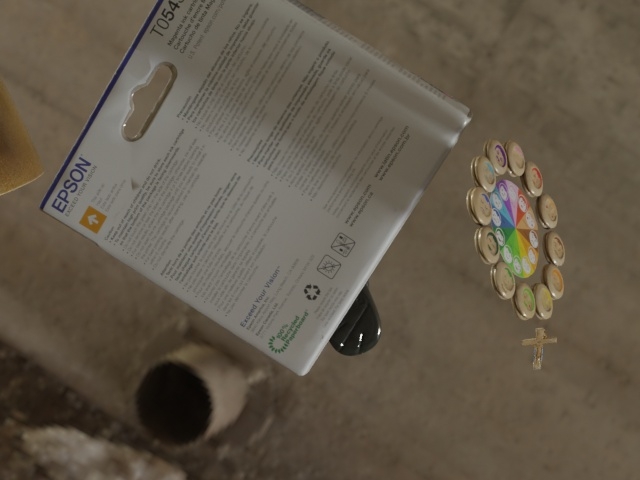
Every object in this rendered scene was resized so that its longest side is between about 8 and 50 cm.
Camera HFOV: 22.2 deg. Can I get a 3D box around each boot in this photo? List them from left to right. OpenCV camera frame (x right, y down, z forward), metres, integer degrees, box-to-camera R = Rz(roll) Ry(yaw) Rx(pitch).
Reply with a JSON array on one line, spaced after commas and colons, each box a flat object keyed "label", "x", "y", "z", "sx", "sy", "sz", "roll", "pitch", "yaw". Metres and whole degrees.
[{"label": "boot", "x": -0.001, "y": 0.001, "z": 1.879, "sx": 0.085, "sy": 0.236, "sz": 0.178, "roll": -18, "pitch": 17, "yaw": -4}]

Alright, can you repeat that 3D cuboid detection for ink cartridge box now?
[{"label": "ink cartridge box", "x": -0.068, "y": -0.082, "z": 1.666, "sx": 0.330, "sy": 0.324, "sz": 0.071, "roll": 33, "pitch": 15, "yaw": 1}]

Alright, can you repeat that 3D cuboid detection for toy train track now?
[{"label": "toy train track", "x": 0.299, "y": 0.146, "z": 2.238, "sx": 0.048, "sy": 0.083, "sz": 0.014, "roll": -5, "pitch": 46, "yaw": -1}]

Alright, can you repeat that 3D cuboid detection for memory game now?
[{"label": "memory game", "x": 0.194, "y": -0.011, "z": 1.585, "sx": 0.186, "sy": 0.012, "sz": 0.186, "roll": 29, "pitch": 54, "yaw": -49}]

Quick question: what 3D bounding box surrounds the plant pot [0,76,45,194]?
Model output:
[{"label": "plant pot", "x": -0.452, "y": -0.166, "z": 1.802, "sx": 0.237, "sy": 0.254, "sz": 0.237, "roll": -12, "pitch": 13, "yaw": 3}]
